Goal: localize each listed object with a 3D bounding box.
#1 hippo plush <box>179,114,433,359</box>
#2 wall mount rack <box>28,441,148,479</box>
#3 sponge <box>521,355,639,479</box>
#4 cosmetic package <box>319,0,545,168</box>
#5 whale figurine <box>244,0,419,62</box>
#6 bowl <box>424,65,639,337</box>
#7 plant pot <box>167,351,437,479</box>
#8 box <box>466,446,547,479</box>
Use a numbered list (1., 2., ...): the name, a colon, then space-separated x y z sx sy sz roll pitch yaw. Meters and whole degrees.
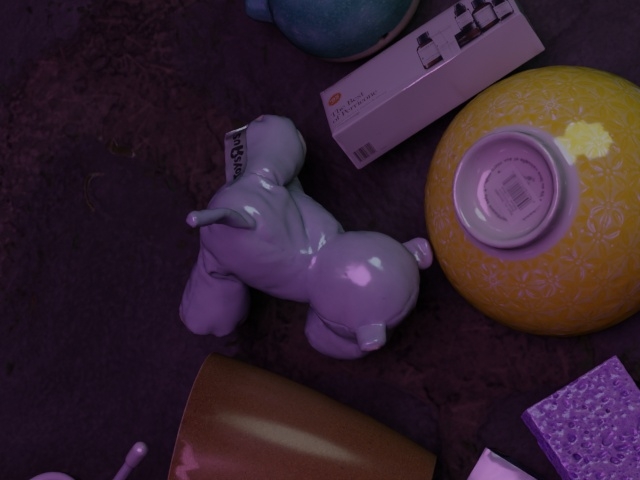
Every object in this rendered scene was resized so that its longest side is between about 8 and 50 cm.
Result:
1. hippo plush: 0.000 0.000 1.677 0.236 0.294 0.234 21 60 3
2. wall mount rack: -0.280 0.378 1.709 0.304 0.130 0.350 -22 56 17
3. sponge: 0.307 0.231 1.600 0.117 0.031 0.210 -27 71 -16
4. cosmetic package: 0.116 -0.183 1.716 0.239 0.060 0.099 -33 32 12
5. whale figurine: -0.009 -0.328 1.763 0.216 0.141 0.272 -38 69 11
6. bowl: 0.216 -0.044 1.608 0.289 0.156 0.289 -2 86 29
7. plant pot: -0.013 0.255 1.651 0.254 0.237 0.237 10 86 8
8. box: 0.184 0.354 1.645 0.159 0.044 0.233 31 93 21
